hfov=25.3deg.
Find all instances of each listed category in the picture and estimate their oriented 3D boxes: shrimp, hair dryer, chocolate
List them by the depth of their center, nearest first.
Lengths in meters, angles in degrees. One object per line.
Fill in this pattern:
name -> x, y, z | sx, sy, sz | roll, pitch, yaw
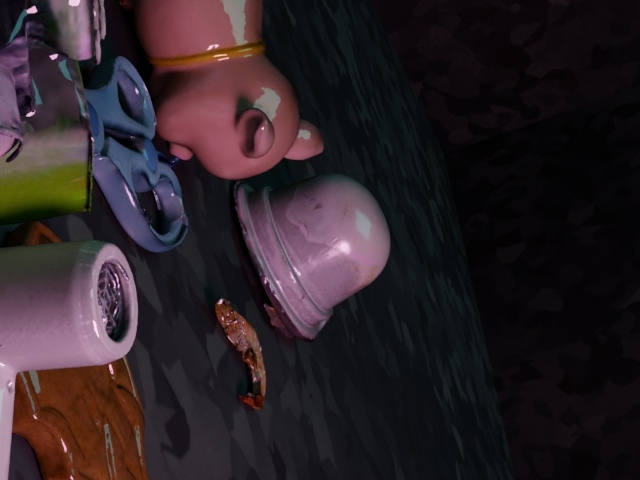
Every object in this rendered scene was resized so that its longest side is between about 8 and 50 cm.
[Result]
hair dryer -> -0.173, 0.114, 0.752 | 0.073, 0.131, 0.236 | 54, 34, -62
shrimp -> -0.076, 0.107, 1.369 | 0.091, 0.025, 0.127 | -93, 163, -48
chocolate -> 0.006, 0.006, 1.598 | 0.221, 0.147, 0.221 | -17, 90, -82

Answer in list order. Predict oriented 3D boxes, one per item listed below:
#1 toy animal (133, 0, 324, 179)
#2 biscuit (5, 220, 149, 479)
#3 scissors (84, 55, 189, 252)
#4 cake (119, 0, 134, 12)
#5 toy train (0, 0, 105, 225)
toy animal -> -0.106, -0.179, 1.393 | 0.165, 0.149, 0.248 | -17, 81, -61
biscuit -> -0.163, 0.100, 0.975 | 0.182, 0.034, 0.215 | -84, 153, -61
scissors -> -0.190, -0.086, 1.139 | 0.393, 0.032, 0.180 | 21, 52, -76
cake -> -0.206, -0.364, 1.451 | 0.158, 0.160, 0.262 | 2, 105, -77
toy train -> -0.206, -0.158, 0.741 | 0.249, 0.173, 0.307 | 115, -38, -69
